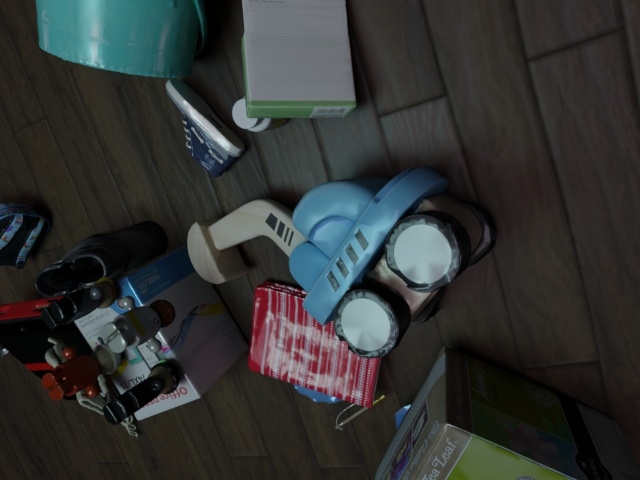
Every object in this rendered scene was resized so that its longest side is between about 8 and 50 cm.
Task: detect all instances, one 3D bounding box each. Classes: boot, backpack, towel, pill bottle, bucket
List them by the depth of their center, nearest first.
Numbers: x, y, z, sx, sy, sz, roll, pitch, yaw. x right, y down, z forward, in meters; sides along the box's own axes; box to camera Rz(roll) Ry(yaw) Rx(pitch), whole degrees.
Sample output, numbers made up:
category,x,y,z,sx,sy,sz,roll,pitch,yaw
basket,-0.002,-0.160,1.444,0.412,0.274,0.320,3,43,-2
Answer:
category,x,y,z,sx,sy,sz,roll,pitch,yaw
bucket,-0.318,-0.385,0.782,0.281,0.281,0.183,21,116,14
pill bottle,-0.101,-0.221,0.830,0.065,0.116,0.065,7,110,19
boot,-0.236,-0.210,0.914,0.190,0.069,0.086,47,115,-1
towel,-0.015,0.203,0.957,0.275,0.031,0.198,12,101,19
boot,-0.517,0.058,1.033,0.338,0.223,0.118,-25,98,27
backpack,-0.744,-0.025,1.139,0.173,0.158,0.117,-44,70,15

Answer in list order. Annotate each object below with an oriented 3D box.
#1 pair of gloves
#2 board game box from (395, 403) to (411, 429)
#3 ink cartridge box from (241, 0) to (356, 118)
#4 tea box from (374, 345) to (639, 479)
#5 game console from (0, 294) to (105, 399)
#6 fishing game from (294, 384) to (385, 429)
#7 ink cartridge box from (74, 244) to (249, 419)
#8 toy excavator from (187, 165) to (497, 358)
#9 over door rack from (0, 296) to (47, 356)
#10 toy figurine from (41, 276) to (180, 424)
category,x,y,z,sx,sy,sz,roll,pitch,yaw
pair of gloves,-0.462,0.302,0.993,0.204,0.042,0.240,38,162,31
board game box,0.221,0.381,0.956,0.133,0.033,0.168,-4,109,16
ink cartridge box,-0.040,-0.315,0.764,0.171,0.056,0.235,-4,85,-14
tea box,0.286,0.416,0.813,0.324,0.220,0.329,23,113,4
game console,-0.588,0.275,1.181,0.387,0.060,0.342,-9,128,24
fishing game,0.011,0.241,0.989,0.264,0.041,0.189,47,110,8
ink cartridge box,-0.329,0.189,1.016,0.198,0.197,0.270,-27,96,27
toy excavator,0.000,0.000,0.842,0.445,0.222,0.433,44,119,19
over door rack,-0.876,0.159,1.278,0.324,0.108,0.239,-39,92,28
toy figurine,-0.354,0.183,0.838,0.213,0.148,0.209,10,104,20
